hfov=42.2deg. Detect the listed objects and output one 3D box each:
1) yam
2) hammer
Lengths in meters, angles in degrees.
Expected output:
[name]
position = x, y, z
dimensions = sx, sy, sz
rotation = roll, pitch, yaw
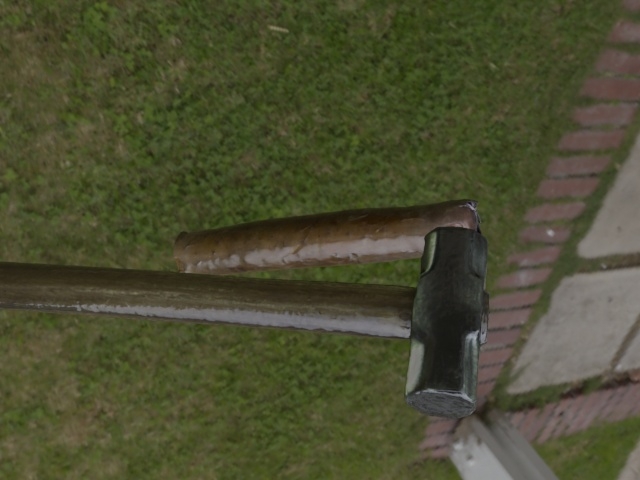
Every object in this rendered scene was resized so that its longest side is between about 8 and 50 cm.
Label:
[yam]
position = 0.000, 0.000, 0.673
dimensions = 0.264, 0.046, 0.046
rotation = -6, 143, 22
[hammer]
position = -0.079, 0.040, 0.528
dimensions = 0.365, 0.111, 0.043
rotation = 3, 149, 12
